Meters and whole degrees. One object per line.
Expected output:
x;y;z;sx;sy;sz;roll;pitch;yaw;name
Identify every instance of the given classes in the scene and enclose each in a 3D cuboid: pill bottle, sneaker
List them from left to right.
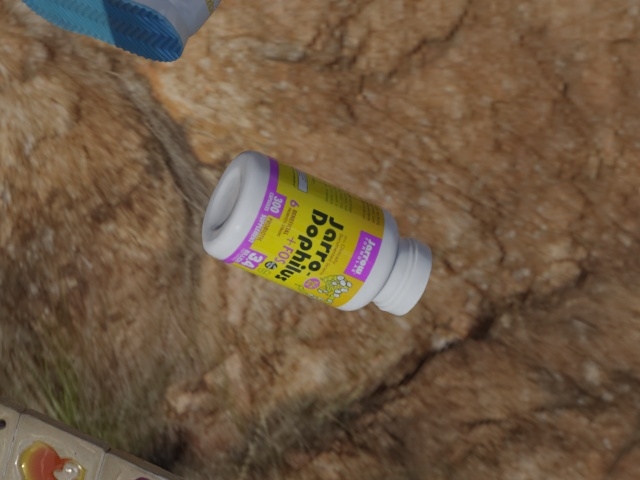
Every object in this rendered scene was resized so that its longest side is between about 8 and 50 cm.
-0.168;-0.211;1.107;0.229;0.087;0.092;27;66;25;sneaker
0.000;0.000;0.563;0.083;0.043;0.043;23;92;-21;pill bottle

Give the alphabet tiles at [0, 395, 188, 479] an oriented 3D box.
-0.138;0.182;0.634;0.198;0.009;0.237;22;108;12;alphabet tiles
